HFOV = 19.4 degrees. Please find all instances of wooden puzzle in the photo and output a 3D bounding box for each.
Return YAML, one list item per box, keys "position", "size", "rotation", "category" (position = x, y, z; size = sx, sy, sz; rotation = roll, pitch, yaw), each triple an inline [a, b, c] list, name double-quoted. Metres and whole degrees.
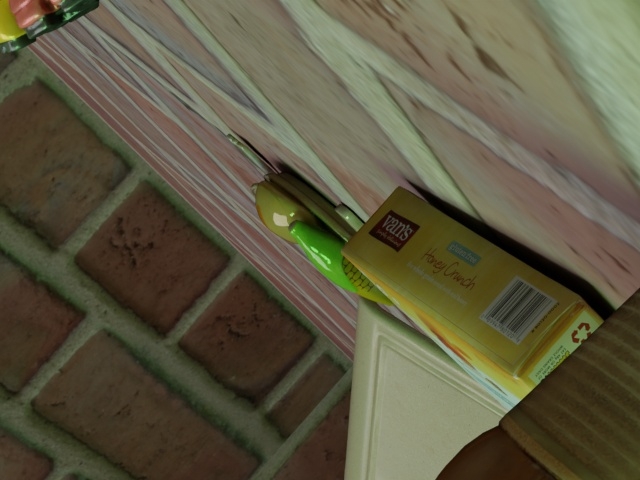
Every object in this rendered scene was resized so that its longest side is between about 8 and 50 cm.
- position: [0.111, 0.165, 1.315]
  size: [0.239, 0.044, 0.221]
  rotation: [36, 142, 29]
  category: "wooden puzzle"

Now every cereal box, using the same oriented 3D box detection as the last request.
- position: [0.130, 0.084, 0.836]
  size: [0.240, 0.047, 0.173]
  rotation: [44, 176, -27]
  category: "cereal box"

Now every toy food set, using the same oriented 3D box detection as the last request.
- position: [0.000, 0.000, 1.260]
  size: [0.132, 0.038, 0.192]
  rotation: [44, 176, -30]
  category: "toy food set"

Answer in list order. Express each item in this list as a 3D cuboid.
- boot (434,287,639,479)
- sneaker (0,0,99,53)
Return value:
- position: [0.093, 0.147, 0.599]
  size: [0.109, 0.220, 0.283]
  rotation: [39, 176, 30]
  category: "boot"
- position: [-0.096, -0.126, 0.624]
  size: [0.092, 0.088, 0.225]
  rotation: [64, 170, -14]
  category: "sneaker"
